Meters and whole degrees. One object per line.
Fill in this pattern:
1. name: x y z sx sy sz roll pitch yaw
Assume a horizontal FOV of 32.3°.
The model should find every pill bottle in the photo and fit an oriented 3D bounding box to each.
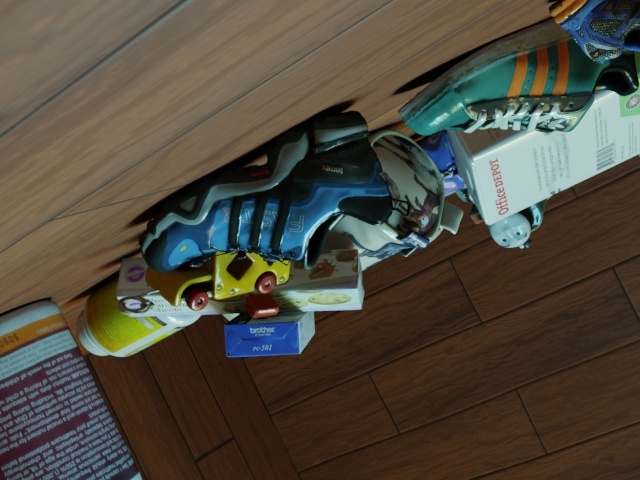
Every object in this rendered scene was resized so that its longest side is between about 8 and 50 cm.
1. pill bottle: -0.382 0.301 1.512 0.224 0.392 0.224 -26 177 -1
2. pill bottle: -0.278 0.104 1.677 0.215 0.117 0.117 -28 177 39

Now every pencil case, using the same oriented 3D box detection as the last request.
1. pencil case: 0.000 0.000 1.591 0.410 0.183 0.160 -29 -157 44
2. pencil case: 0.132 -0.089 1.819 0.306 0.119 0.133 -28 -164 31

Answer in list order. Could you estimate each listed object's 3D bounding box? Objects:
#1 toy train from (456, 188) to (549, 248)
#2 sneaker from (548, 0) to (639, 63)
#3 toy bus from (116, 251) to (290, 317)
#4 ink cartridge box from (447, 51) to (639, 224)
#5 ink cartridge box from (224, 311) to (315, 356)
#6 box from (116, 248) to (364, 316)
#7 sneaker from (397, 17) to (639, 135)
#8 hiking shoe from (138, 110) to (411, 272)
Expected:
1. toy train: 0.332 -0.116 1.953 0.142 0.190 0.334 -29 -164 27
2. sneaker: 0.329 -0.238 1.143 0.221 0.087 0.083 -25 178 -30
3. toy bus: -0.134 0.012 1.358 0.191 0.104 0.202 7 -156 4
4. ink cartridge box: 0.316 -0.161 1.512 0.273 0.114 0.198 -26 149 2
5. ink cartridge box: -0.065 0.120 1.502 0.097 0.046 0.207 -3 -178 5
6. box: -0.105 0.058 1.472 0.324 0.063 0.067 -2 148 6
7. sneaker: 0.235 -0.168 1.239 0.302 0.121 0.108 -25 177 -18
8. hiking shoe: -0.063 -0.018 1.165 0.304 0.132 0.113 -27 177 28
